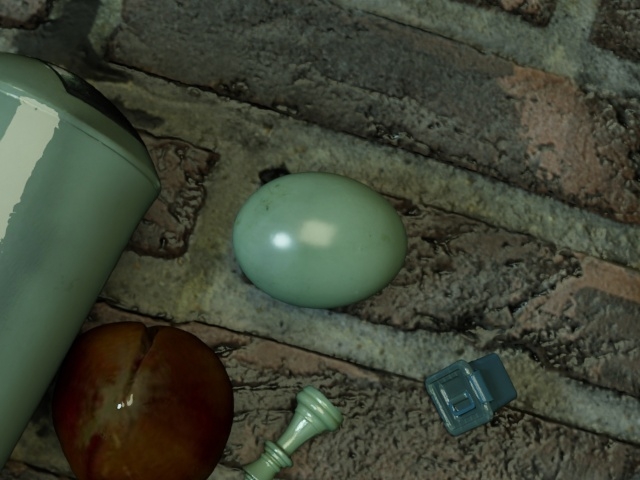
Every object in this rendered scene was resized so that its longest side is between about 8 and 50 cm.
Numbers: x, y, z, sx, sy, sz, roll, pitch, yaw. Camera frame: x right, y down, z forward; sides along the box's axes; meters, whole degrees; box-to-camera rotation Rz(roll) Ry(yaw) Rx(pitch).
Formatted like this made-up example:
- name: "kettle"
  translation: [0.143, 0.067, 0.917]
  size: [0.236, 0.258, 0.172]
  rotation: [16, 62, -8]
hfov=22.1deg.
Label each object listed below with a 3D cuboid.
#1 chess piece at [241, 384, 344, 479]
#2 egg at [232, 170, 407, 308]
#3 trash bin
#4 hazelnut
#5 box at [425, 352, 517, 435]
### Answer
- name: "chess piece"
  translation: [-0.042, 0.228, 1.781]
  size: [0.059, 0.059, 0.149]
  rotation: [43, 81, 1]
- name: "egg"
  translation: [0.000, 0.000, 1.784]
  size: [0.192, 0.149, 0.149]
  rotation: [6, 77, -8]
- name: "trash bin"
  translation: [-0.352, 0.020, 1.656]
  size: [0.280, 0.280, 0.432]
  rotation: [26, 78, -4]
- name: "hazelnut"
  translation: [-0.186, 0.172, 1.686]
  size: [0.208, 0.208, 0.208]
  rotation: [2, 78, -10]
- name: "box"
  translation: [0.169, 0.166, 1.810]
  size: [0.054, 0.099, 0.074]
  rotation: [-21, 82, -29]
